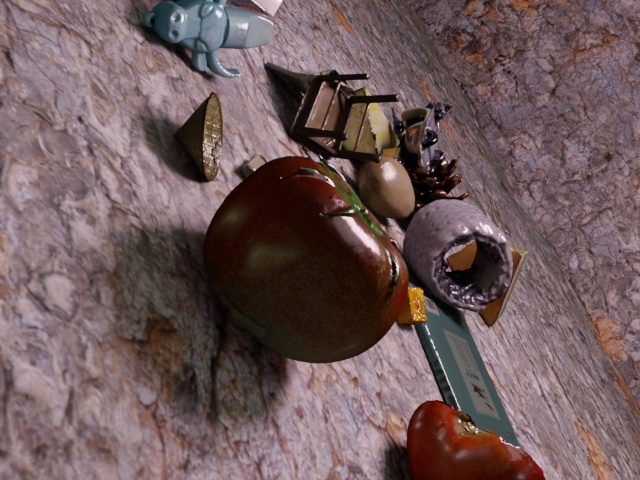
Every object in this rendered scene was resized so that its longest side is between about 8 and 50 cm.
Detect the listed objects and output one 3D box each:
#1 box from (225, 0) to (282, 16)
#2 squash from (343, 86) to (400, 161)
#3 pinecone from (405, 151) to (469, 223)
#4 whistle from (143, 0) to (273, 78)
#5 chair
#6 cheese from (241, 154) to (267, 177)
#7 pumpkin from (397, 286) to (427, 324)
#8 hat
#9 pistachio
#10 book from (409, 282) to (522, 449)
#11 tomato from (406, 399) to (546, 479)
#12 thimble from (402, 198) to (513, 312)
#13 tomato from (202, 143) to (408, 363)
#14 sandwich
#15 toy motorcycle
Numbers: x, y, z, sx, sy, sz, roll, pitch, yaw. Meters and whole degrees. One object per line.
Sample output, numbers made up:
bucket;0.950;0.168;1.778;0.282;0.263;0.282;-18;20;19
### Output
box;-0.244;-0.556;1.575;0.265;0.048;0.273;30;-1;-44
squash;0.136;-0.288;2.043;0.288;0.111;0.203;-24;103;-64
pinecone;0.277;-0.127;1.998;0.228;0.202;0.202;14;77;-56
whistle;-0.208;-0.405;1.486;0.273;0.186;0.093;-6;28;-38
chair;-0.001;-0.292;1.771;0.160;0.319;0.186;24;82;-48
cheese;-0.002;0.002;1.467;0.400;0.034;0.085;48;20;-12
pumpkin;0.182;0.135;1.635;0.074;0.053;0.083;14;67;-53
hat;-0.206;-0.170;1.286;0.146;0.067;0.146;4;90;-86
pistachio;0.155;-0.119;1.846;0.185;0.126;0.108;53;-4;-37
book;0.309;0.282;1.712;0.264;0.031;0.380;28;35;-47
tomato;0.224;0.374;1.248;0.233;0.139;0.200;24;-30;36
thimble;0.316;0.036;1.800;0.245;0.217;0.157;51;7;-30
tomato;-0.027;0.028;1.132;0.303;0.239;0.303;48;11;-13
sandwich;0.475;0.090;2.106;0.220;0.186;0.108;60;25;10
toy motorcycle;0.236;-0.259;1.939;0.263;0.157;0.091;-69;145;-44
